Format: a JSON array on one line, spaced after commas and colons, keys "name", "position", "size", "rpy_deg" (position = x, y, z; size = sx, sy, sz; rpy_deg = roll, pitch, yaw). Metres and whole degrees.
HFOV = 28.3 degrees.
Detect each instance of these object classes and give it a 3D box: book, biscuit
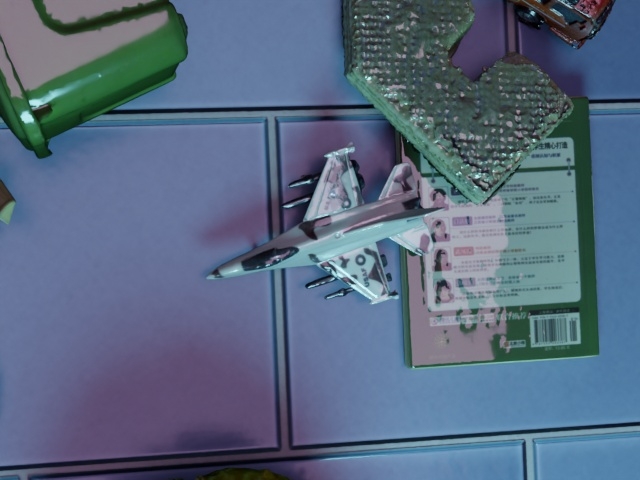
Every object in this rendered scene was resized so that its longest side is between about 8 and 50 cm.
[{"name": "book", "position": [0.178, -0.009, 1.270], "size": [0.202, 0.027, 0.264], "rpy_deg": [-3, 91, -9]}, {"name": "biscuit", "position": [0.117, -0.167, 1.229], "size": [0.147, 0.046, 0.250], "rpy_deg": [-43, 85, -15]}]

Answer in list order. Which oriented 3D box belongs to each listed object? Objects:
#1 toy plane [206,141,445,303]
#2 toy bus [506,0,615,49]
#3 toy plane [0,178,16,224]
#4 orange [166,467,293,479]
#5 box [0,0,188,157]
[{"name": "toy plane", "position": [0.005, -0.004, 1.221], "size": [0.234, 0.082, 0.160], "rpy_deg": [-16, 100, 5]}, {"name": "toy bus", "position": [0.185, -0.277, 1.242], "size": [0.235, 0.096, 0.073], "rpy_deg": [30, 87, -7]}, {"name": "toy plane", "position": [-0.344, -0.053, 1.126], "size": [0.092, 0.229, 0.244], "rpy_deg": [47, 47, -47]}, {"name": "orange", "position": [-0.077, 0.357, 1.124], "size": [0.300, 0.223, 0.301], "rpy_deg": [34, 87, 3]}, {"name": "box", "position": [-0.241, -0.252, 1.080], "size": [0.177, 0.253, 0.329], "rpy_deg": [-24, 95, -8]}]
